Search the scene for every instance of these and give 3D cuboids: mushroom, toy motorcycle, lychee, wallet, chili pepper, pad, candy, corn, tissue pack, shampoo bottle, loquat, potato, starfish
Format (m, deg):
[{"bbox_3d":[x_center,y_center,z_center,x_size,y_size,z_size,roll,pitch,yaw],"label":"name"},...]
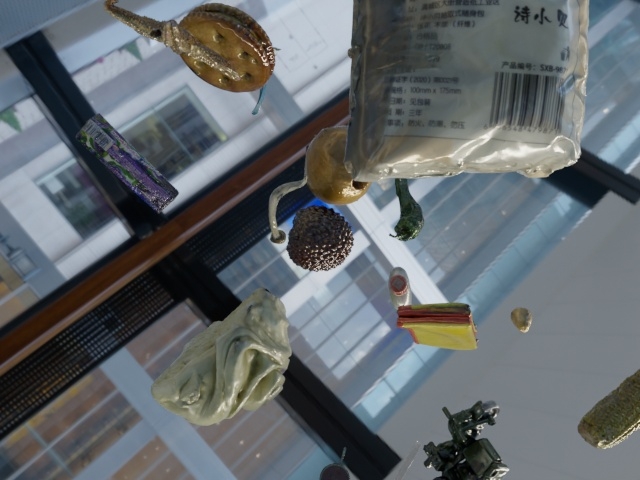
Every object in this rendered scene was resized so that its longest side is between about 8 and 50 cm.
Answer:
[{"bbox_3d":[-0.089,-0.079,1.335,0.306,0.068,0.043,112,-16,-57],"label":"mushroom"},{"bbox_3d":[0.358,0.530,1.366,0.275,0.127,0.205,-61,-142,25],"label":"toy motorcycle"},{"bbox_3d":[0.000,0.000,1.523,0.188,0.188,0.188,-37,-173,5],"label":"lychee"},{"bbox_3d":[0.234,0.164,1.109,0.141,0.067,0.241,-1,161,18],"label":"wallet"},{"bbox_3d":[0.214,-0.068,1.390,0.065,0.122,0.279,-28,-148,24],"label":"chili pepper"},{"bbox_3d":[0.263,0.686,1.724,0.156,0.004,0.232,-56,166,-11],"label":"pad"},{"bbox_3d":[-0.541,-0.214,1.591,0.088,0.312,0.061,-34,-160,26],"label":"candy"},{"bbox_3d":[0.669,0.334,1.183,0.320,0.097,0.097,-25,-178,-21],"label":"corn"},{"bbox_3d":[0.229,-0.275,0.887,0.375,0.390,0.195,5,-176,-3],"label":"tissue pack"},{"bbox_3d":[0.191,0.117,1.352,0.051,0.108,0.221,-5,168,9],"label":"shampoo bottle"},{"bbox_3d":[0.058,-0.208,1.581,0.193,0.238,0.238,-6,168,-32],"label":"loquat"},{"bbox_3d":[0.644,0.253,1.803,0.068,0.062,0.083,6,-151,4],"label":"potato"},{"bbox_3d":[-0.229,-0.320,0.901,0.043,0.240,0.227,-60,-146,8],"label":"starfish"}]

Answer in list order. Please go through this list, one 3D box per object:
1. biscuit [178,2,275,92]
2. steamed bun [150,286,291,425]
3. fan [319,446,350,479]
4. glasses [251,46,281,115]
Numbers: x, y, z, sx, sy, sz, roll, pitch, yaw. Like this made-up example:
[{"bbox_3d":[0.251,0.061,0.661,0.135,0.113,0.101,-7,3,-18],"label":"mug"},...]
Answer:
[{"bbox_3d":[-0.203,-0.404,1.210,0.220,0.220,0.066,-29,-144,54],"label":"biscuit"},{"bbox_3d":[-0.198,0.314,1.400,0.394,0.237,0.346,-42,-170,-23],"label":"steamed bun"},{"bbox_3d":[0.047,0.625,1.527,0.005,0.085,0.133,99,12,-61],"label":"fan"},{"bbox_3d":[-0.206,-0.517,1.799,0.189,0.088,0.220,-130,-121,-74],"label":"glasses"}]
